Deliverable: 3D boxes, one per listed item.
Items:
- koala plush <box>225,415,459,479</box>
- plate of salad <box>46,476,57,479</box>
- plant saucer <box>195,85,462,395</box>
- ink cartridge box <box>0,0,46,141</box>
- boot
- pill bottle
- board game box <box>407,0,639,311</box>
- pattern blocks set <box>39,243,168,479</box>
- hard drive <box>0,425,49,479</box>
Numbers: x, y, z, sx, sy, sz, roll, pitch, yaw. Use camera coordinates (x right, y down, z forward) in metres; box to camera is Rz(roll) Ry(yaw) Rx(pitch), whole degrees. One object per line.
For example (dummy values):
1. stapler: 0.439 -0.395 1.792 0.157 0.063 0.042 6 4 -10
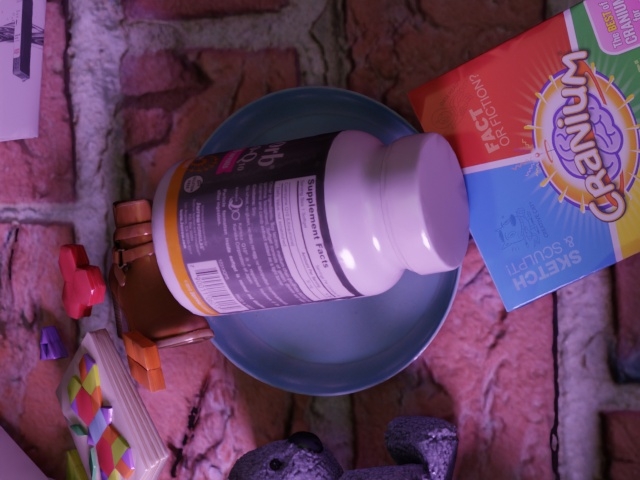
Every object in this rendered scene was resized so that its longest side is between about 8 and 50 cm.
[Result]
1. koala plush: 0.000 0.271 1.670 0.221 0.196 0.203 14 109 16
2. plate of salad: -0.321 0.364 1.875 0.200 0.048 0.200 2 95 21
3. plant saucer: 0.000 0.000 1.724 0.317 0.044 0.317 2 95 21
4. ink cartridge box: -0.411 -0.249 1.830 0.197 0.114 0.273 6 95 20
5. boot: -0.174 0.032 1.735 0.197 0.073 0.152 7 101 58
6. pill bottle: -0.009 -0.019 1.612 0.278 0.162 0.162 -9 91 24
7. board game box: 0.273 -0.104 1.595 0.316 0.064 0.242 -27 84 21
8. pattern blocks set: -0.223 0.194 1.752 0.325 0.026 0.285 53 139 35
9. hard drive: -0.448 0.257 1.762 0.203 0.307 0.040 42 121 25
